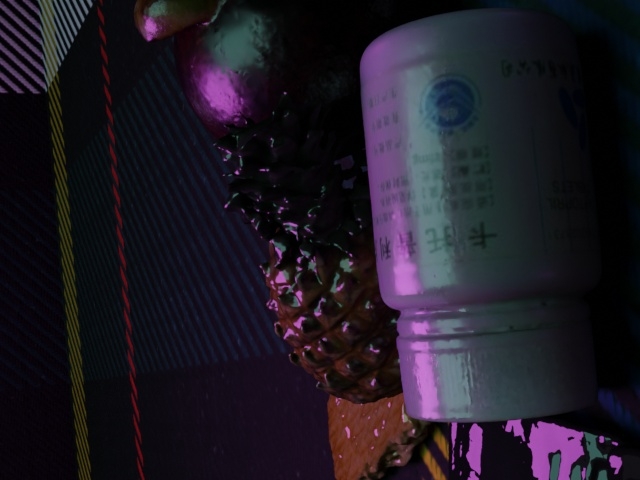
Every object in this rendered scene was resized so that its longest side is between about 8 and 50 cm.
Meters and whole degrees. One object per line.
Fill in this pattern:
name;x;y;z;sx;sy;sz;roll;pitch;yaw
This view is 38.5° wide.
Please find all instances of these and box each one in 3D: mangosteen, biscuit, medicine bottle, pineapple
mangosteen;-0.036;-0.187;0.766;0.228;0.265;0.228;-37;29;25
biscuit;0.053;0.150;0.879;0.224;0.033;0.145;114;145;-42
medicine bottle;0.109;-0.014;0.616;0.152;0.151;0.255;-16;78;63
pineapple;0.000;0.000;0.715;0.279;0.157;0.158;57;174;-37

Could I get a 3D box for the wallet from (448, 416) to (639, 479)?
wallet;0.188;0.247;0.606;0.323;0.041;0.247;7;100;60
